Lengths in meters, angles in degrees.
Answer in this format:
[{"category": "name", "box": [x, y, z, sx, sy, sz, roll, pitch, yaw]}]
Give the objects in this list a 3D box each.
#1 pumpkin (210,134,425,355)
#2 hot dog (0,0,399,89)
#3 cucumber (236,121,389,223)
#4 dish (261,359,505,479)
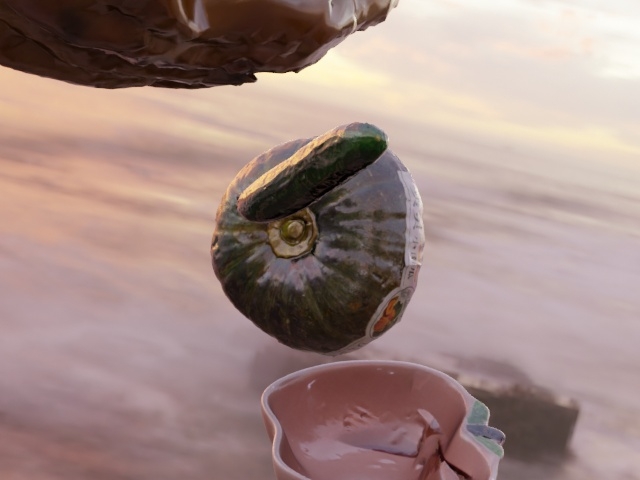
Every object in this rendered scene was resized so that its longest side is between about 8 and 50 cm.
[{"category": "pumpkin", "box": [0.001, 0.001, 1.627, 0.260, 0.260, 0.189, 15, 2, 21]}, {"category": "hot dog", "box": [-0.007, -0.144, 0.359, 0.122, 0.196, 0.272, 37, 36, 19]}, {"category": "cucumber", "box": [-0.006, -0.039, 0.837, 0.036, 0.033, 0.184, 1, -15, -26]}, {"category": "dish", "box": [0.049, 0.190, 1.152, 0.213, 0.090, 0.213, 5, 26, -2]}]
